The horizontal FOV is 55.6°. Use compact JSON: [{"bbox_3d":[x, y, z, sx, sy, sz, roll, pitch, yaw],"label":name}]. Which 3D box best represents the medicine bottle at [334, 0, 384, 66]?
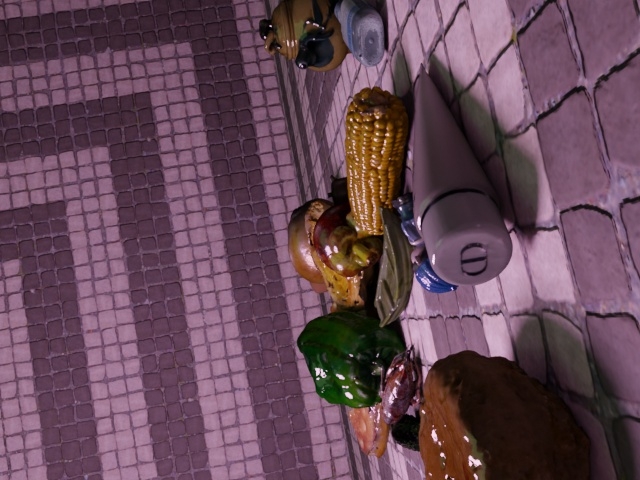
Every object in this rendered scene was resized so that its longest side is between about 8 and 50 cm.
[{"bbox_3d":[0.063,-0.366,1.029,0.208,0.054,0.090,-106,7,-55],"label":"medicine bottle"}]

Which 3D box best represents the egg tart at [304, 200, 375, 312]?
[{"bbox_3d":[0.060,0.032,1.416,0.290,0.107,0.290,58,161,34],"label":"egg tart"}]

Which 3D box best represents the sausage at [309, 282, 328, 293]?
[{"bbox_3d":[0.012,0.054,1.886,0.253,0.123,0.123,90,169,-54],"label":"sausage"}]

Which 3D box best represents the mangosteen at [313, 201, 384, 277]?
[{"bbox_3d":[0.053,0.001,1.195,0.181,0.146,0.155,-65,-26,-66],"label":"mangosteen"}]

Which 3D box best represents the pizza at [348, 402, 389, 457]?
[{"bbox_3d":[0.129,0.397,1.525,0.161,0.086,0.305,-167,69,-66],"label":"pizza"}]

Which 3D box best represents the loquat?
[{"bbox_3d":[0.000,0.000,1.630,0.179,0.179,0.227,-150,55,-82],"label":"loquat"}]

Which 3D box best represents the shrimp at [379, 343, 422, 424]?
[{"bbox_3d":[0.151,0.270,1.147,0.073,0.075,0.190,-94,8,-63],"label":"shrimp"}]

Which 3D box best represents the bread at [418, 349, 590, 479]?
[{"bbox_3d":[0.178,0.221,0.603,0.230,0.123,0.229,175,90,-85],"label":"bread"}]

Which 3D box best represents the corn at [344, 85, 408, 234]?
[{"bbox_3d":[0.087,-0.119,1.003,0.313,0.102,0.102,89,170,-54],"label":"corn"}]

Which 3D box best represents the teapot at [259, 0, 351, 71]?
[{"bbox_3d":[-0.033,-0.430,1.211,0.173,0.183,0.269,87,172,-53],"label":"teapot"}]

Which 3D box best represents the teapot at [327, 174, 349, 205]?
[{"bbox_3d":[0.052,-0.109,1.482,0.076,0.068,0.121,96,163,-69],"label":"teapot"}]

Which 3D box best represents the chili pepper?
[{"bbox_3d":[0.042,0.267,1.357,0.385,0.168,0.213,166,100,-71],"label":"chili pepper"}]

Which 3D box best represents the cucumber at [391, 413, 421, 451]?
[{"bbox_3d":[0.175,0.357,1.123,0.245,0.067,0.067,98,161,-76],"label":"cucumber"}]

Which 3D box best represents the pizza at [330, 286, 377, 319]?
[{"bbox_3d":[0.095,0.158,1.557,0.188,0.081,0.204,-31,57,59],"label":"pizza"}]

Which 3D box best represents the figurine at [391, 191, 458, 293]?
[{"bbox_3d":[0.144,0.000,0.777,0.079,0.077,0.136,-9,99,63],"label":"figurine"}]

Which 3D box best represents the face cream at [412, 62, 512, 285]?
[{"bbox_3d":[0.143,-0.079,0.698,0.314,0.089,0.143,-90,-7,-52],"label":"face cream"}]

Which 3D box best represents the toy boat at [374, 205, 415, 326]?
[{"bbox_3d":[0.130,0.051,1.084,0.293,0.055,0.093,86,172,-50],"label":"toy boat"}]
